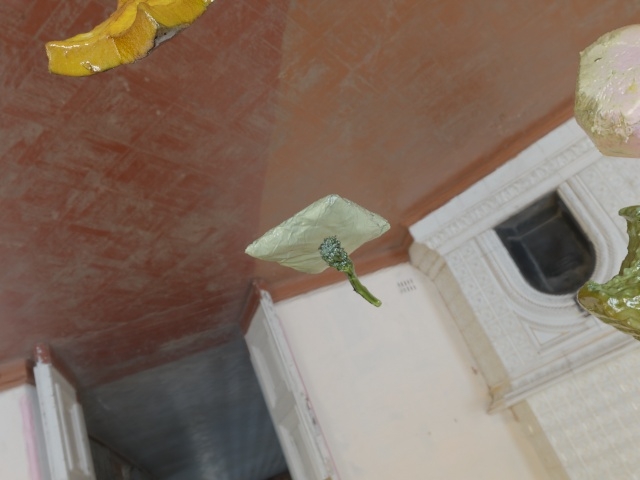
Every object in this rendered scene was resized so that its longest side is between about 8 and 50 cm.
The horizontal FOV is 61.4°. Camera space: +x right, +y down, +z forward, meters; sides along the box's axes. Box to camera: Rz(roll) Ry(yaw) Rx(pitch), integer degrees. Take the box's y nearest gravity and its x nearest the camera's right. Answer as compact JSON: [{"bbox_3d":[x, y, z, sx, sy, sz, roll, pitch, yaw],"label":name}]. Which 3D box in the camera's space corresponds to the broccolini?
[{"bbox_3d":[0.065,0.074,1.065,0.054,0.051,0.239,6,148,37],"label":"broccolini"}]

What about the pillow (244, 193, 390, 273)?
[{"bbox_3d":[0.002,0.000,1.322,0.274,0.076,0.281,-32,152,23],"label":"pillow"}]

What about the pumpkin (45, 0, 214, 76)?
[{"bbox_3d":[-0.276,-0.367,0.855,0.258,0.290,0.095,-3,137,27],"label":"pumpkin"}]

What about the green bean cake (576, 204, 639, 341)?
[{"bbox_3d":[0.635,0.071,1.005,0.236,0.233,0.124,-61,-179,-4],"label":"green bean cake"}]

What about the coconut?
[{"bbox_3d":[0.625,-0.281,1.083,0.233,0.233,0.245,-35,149,22],"label":"coconut"}]
